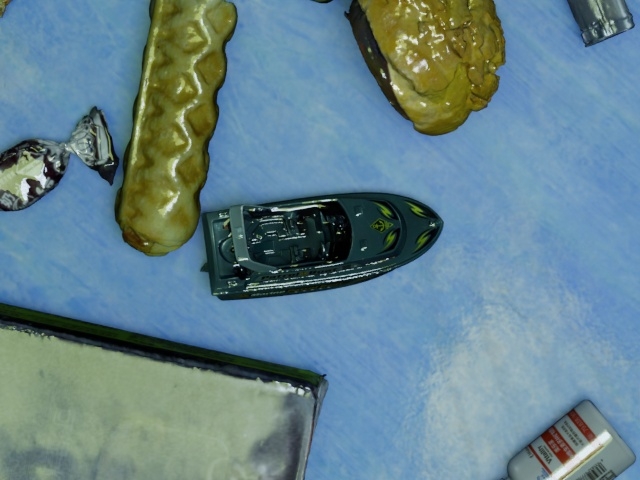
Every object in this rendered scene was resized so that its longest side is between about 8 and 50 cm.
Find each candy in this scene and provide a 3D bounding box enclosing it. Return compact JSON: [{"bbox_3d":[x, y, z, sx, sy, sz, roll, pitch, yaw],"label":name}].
[{"bbox_3d":[-0.303,-0.054,1.742,0.226,0.051,0.094,-31,102,5],"label":"candy"}]

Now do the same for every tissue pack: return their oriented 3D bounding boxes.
[{"bbox_3d":[-0.213,0.230,1.711,0.394,0.124,0.288,13,96,2],"label":"tissue pack"}]

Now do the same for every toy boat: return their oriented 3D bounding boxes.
[{"bbox_3d":[0.000,0.000,1.707,0.246,0.103,0.093,-7,69,-2],"label":"toy boat"}]

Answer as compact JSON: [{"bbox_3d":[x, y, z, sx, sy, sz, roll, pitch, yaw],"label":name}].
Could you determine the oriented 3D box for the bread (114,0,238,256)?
[{"bbox_3d":[-0.144,-0.116,1.706,0.098,0.087,0.269,13,94,28],"label":"bread"}]

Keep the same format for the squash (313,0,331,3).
[{"bbox_3d":[0.007,-0.328,1.665,0.123,0.170,0.170,-34,91,-11],"label":"squash"}]

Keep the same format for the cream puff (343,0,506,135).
[{"bbox_3d":[0.107,-0.199,1.648,0.129,0.189,0.189,-27,91,12],"label":"cream puff"}]

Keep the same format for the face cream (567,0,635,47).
[{"bbox_3d":[0.227,-0.331,1.675,0.144,0.071,0.291,-23,90,38],"label":"face cream"}]

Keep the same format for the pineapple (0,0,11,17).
[{"bbox_3d":[-0.337,-0.241,1.746,0.083,0.019,0.045,-31,88,1],"label":"pineapple"}]

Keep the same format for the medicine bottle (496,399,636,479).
[{"bbox_3d":[0.235,0.229,1.716,0.140,0.079,0.079,-39,91,4],"label":"medicine bottle"}]
